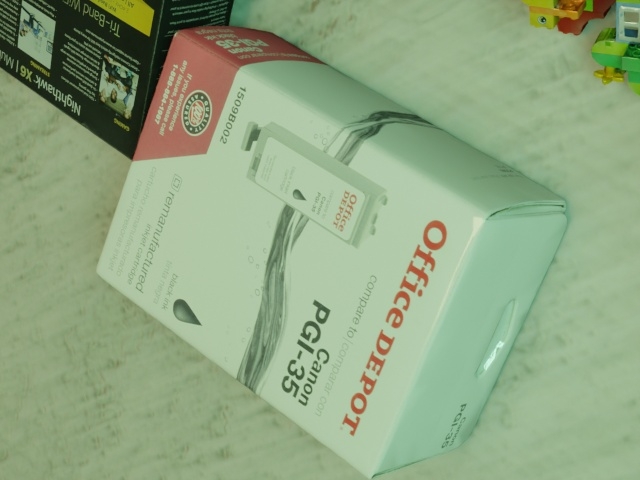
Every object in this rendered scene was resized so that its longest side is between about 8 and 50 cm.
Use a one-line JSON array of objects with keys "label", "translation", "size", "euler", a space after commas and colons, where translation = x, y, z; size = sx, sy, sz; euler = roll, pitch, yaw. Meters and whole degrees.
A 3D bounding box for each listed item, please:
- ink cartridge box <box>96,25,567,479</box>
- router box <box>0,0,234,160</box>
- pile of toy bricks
[{"label": "ink cartridge box", "translation": [0.000, 0.000, 0.985], "size": [0.283, 0.117, 0.207], "euler": [33, 112, 29]}, {"label": "router box", "translation": [-0.199, -0.242, 1.101], "size": [0.309, 0.081, 0.243], "euler": [35, 126, 28]}, {"label": "pile of toy bricks", "translation": [0.211, -0.123, 0.843], "size": [0.212, 0.118, 0.105], "euler": [13, 134, 26]}]
